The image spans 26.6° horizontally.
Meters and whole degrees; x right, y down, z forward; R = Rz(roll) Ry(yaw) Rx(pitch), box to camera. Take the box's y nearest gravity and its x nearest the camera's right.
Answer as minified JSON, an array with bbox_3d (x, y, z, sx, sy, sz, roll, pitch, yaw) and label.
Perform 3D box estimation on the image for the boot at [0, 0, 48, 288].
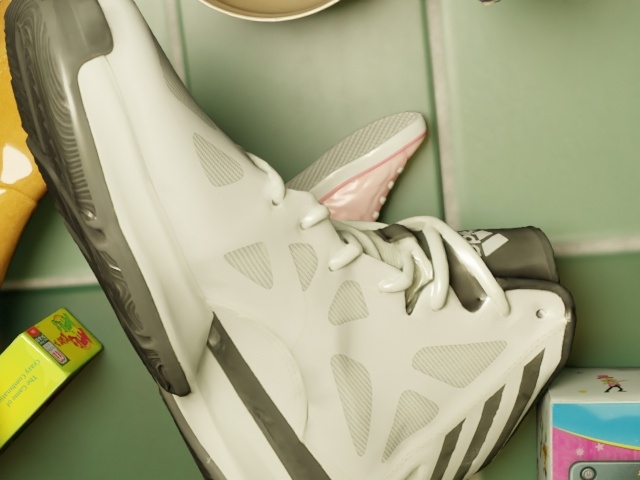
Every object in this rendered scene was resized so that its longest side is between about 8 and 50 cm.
[{"bbox_3d":[-0.218,-0.013,0.860,0.211,0.104,0.295,-35,59,12],"label":"boot"}]

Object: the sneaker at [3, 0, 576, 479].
[{"bbox_3d":[0.000,0.000,0.819,0.257,0.169,0.447,-29,126,-10],"label":"sneaker"}]

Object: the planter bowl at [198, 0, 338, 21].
[{"bbox_3d":[-0.027,-0.219,0.860,0.162,0.109,0.162,1,98,5],"label":"planter bowl"}]

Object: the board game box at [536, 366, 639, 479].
[{"bbox_3d":[0.258,0.239,0.901,0.224,0.097,0.303,-1,97,5],"label":"board game box"}]

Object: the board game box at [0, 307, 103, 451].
[{"bbox_3d":[-0.236,0.131,0.939,0.043,0.092,0.181,45,100,-1],"label":"board game box"}]

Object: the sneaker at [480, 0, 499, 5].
[{"bbox_3d":[0.073,-0.276,0.783,0.146,0.102,0.293,16,65,-21],"label":"sneaker"}]

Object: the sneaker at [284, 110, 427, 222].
[{"bbox_3d":[0.025,-0.027,0.915,0.134,0.051,0.070,-36,113,-2],"label":"sneaker"}]
